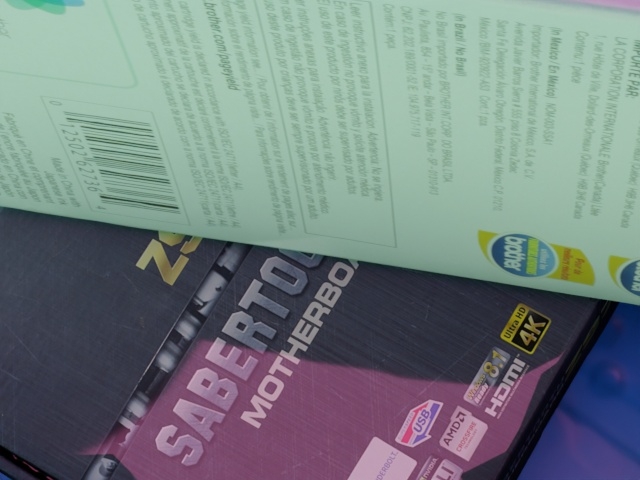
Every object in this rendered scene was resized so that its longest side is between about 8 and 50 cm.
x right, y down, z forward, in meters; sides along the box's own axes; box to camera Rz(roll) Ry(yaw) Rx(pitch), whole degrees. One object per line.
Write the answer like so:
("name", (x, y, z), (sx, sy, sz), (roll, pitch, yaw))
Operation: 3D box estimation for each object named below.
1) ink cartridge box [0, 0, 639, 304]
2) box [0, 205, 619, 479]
("ink cartridge box", (0.020, -0.048, 0.522), (0.311, 0.186, 0.065), (11, 70, 9))
("box", (0.000, 0.000, 0.639), (0.183, 0.059, 0.233), (29, 77, 15))
